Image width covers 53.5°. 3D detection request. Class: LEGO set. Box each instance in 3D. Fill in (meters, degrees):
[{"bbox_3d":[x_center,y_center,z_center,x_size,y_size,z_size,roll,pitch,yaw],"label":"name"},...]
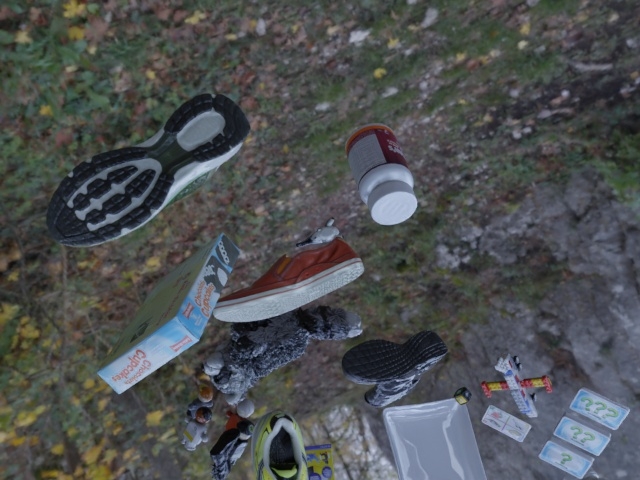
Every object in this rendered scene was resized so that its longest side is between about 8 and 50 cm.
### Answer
[{"bbox_3d":[0.343,0.287,1.040,0.060,0.244,0.182,-44,154,-48],"label":"LEGO set"}]

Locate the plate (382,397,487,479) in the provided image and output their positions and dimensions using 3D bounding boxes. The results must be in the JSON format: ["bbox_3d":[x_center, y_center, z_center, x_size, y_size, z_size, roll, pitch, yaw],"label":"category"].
[{"bbox_3d":[0.294,0.560,1.645,0.277,0.278,0.045,1,155,-30],"label":"plate"}]

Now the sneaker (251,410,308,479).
[{"bbox_3d":[-0.090,0.564,1.379,0.145,0.384,0.147,-7,158,-12],"label":"sneaker"}]

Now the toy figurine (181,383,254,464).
[{"bbox_3d":[-0.309,0.553,1.938,0.148,0.210,0.213,-61,-170,11],"label":"toy figurine"}]

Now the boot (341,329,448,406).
[{"bbox_3d":[0.166,0.359,1.640,0.338,0.118,0.222,-1,135,-35],"label":"boot"}]

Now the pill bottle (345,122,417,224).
[{"bbox_3d":[0.134,-0.147,1.398,0.121,0.221,0.121,-9,140,-7],"label":"pill bottle"}]

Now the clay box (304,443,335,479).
[{"bbox_3d":[-0.019,0.744,1.941,0.127,0.222,0.053,-3,158,-13],"label":"clay box"}]

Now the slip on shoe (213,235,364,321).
[{"bbox_3d":[-0.074,0.086,1.345,0.331,0.101,0.123,-23,159,-9],"label":"slip on shoe"}]

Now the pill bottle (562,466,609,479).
[{"bbox_3d":[0.686,0.655,1.537,0.118,0.117,0.208,-22,-139,-8],"label":"pill bottle"}]

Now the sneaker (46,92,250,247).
[{"bbox_3d":[-0.310,-0.103,1.200,0.410,0.158,0.182,-36,170,-20],"label":"sneaker"}]

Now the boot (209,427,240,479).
[{"bbox_3d":[-0.256,0.583,1.724,0.045,0.099,0.121,10,-150,27],"label":"boot"}]

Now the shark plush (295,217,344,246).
[{"bbox_3d":[0.000,0.000,1.862,0.161,0.073,0.067,-35,177,-38],"label":"shark plush"}]

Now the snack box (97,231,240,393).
[{"bbox_3d":[-0.261,0.118,1.148,0.187,0.060,0.322,-35,-163,20],"label":"snack box"}]

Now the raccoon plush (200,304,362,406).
[{"bbox_3d":[-0.119,0.350,1.861,0.446,0.299,0.216,10,-145,-6],"label":"raccoon plush"}]
